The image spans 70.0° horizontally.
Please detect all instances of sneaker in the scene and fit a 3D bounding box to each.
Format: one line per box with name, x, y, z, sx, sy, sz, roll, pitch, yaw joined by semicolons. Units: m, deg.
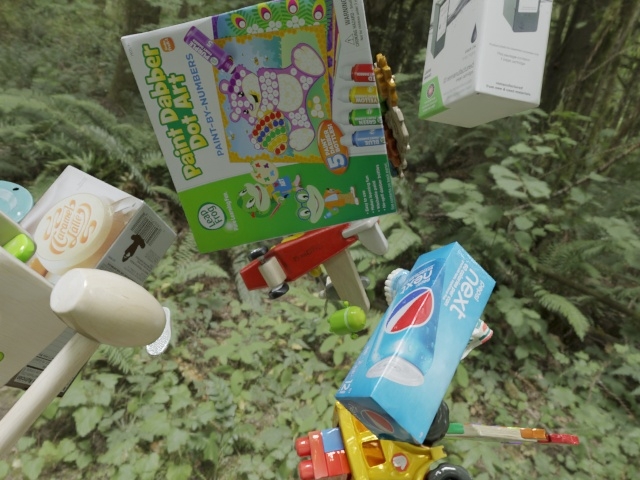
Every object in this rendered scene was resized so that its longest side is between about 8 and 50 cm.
sneaker;-0.368;0.225;1.052;0.050;0.070;0.134;4;38;-13
sneaker;0.144;0.126;0.699;0.063;0.162;0.073;-21;15;-40
sneaker;0.411;0.285;1.317;0.075;0.161;0.057;50;11;0

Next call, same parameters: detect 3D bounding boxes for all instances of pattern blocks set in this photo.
pattern blocks set;0.345;0.405;0.960;0.324;0.026;0.285;22;-31;-34

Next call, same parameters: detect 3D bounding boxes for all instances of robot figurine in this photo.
robot figurine;0.071;0.211;1.200;0.067;0.101;0.115;4;-22;-44

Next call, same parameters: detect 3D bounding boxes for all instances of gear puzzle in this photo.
gear puzzle;0.119;-0.229;0.877;0.044;0.176;0.339;-19;-11;2

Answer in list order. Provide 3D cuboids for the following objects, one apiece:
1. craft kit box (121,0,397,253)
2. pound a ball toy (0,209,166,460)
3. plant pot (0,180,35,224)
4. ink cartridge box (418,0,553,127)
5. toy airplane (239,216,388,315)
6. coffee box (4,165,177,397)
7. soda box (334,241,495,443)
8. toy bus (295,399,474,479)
craft kit box;-0.055;-0.126;0.514;0.246;0.250;0.061;-11;24;7
pound a ball toy;-0.296;0.085;0.302;0.208;0.319;0.136;35;-18;37
plant pot;-0.639;0.032;0.899;0.271;0.255;0.272;7;38;-6
ink cartridge box;0.264;-0.342;0.741;0.114;0.273;0.198;6;2;-13
toy airplane;0.000;0.000;1.287;0.383;0.387;0.272;17;8;-2
coffee box;-0.323;0.047;0.578;0.141;0.247;0.098;25;-19;20
soda box;0.106;0.102;0.486;0.071;0.067;0.210;45;56;-9
toy bus;0.078;0.312;0.615;0.211;0.150;0.220;-9;53;-11
